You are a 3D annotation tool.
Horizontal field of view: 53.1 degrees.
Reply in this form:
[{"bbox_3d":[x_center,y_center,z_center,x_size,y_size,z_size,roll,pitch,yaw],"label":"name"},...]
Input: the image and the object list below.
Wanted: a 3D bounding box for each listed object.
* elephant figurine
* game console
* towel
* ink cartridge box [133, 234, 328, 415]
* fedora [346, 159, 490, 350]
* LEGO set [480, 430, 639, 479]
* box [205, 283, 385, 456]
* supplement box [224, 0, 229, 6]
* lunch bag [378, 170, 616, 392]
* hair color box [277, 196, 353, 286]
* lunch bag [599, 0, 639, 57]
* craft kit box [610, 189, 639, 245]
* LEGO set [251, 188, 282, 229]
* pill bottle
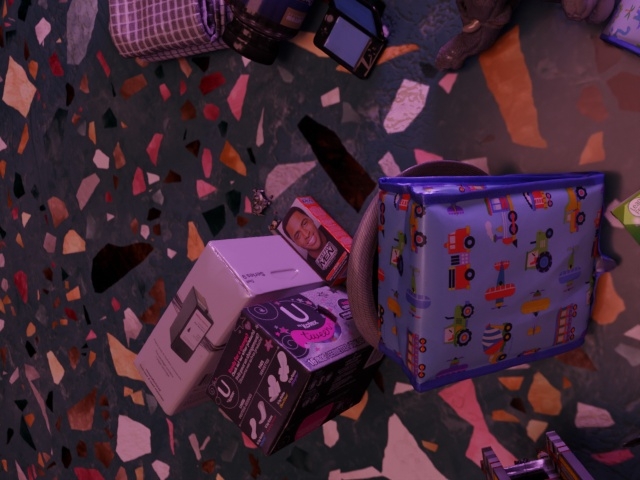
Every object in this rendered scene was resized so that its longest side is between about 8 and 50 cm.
[{"bbox_3d":[0.229,-0.333,0.790,0.239,0.169,0.186,13,75,49],"label":"elephant figurine"},{"bbox_3d":[0.035,-0.320,0.968,0.122,0.071,0.107,43,118,24],"label":"game console"},{"bbox_3d":[-0.270,-0.474,1.136,0.235,0.121,0.284,1,96,35],"label":"towel"},{"bbox_3d":[-0.144,0.133,1.067,0.121,0.211,0.289,48,119,23],"label":"ink cartridge box"},{"bbox_3d":[0.126,0.020,0.885,0.124,0.243,0.276,-153,62,-62],"label":"fedora"},{"bbox_3d":[0.337,0.337,0.755,0.331,0.192,0.255,-20,106,0],"label":"LEGO set"},{"bbox_3d":[-0.022,0.177,0.960,0.142,0.247,0.163,36,115,25],"label":"box"},{"bbox_3d":[-0.132,-0.433,1.066,0.043,0.055,0.083,31,89,29],"label":"supplement box"},{"bbox_3d":[0.226,0.034,0.765,0.138,0.293,0.221,-138,46,-70],"label":"lunch bag"},{"bbox_3d":[0.000,0.000,1.049,0.141,0.043,0.072,46,120,23],"label":"hair color box"},{"bbox_3d":[0.395,-0.259,0.709,0.129,0.096,0.151,-63,33,23],"label":"lunch bag"},{"bbox_3d":[0.499,-0.010,0.689,0.250,0.061,0.247,-42,75,31],"label":"craft kit box"},{"bbox_3d":[-0.101,-0.057,1.126,0.083,0.023,0.054,43,118,24],"label":"LEGO set"},{"bbox_3d":[-0.068,-0.394,1.001,0.123,0.122,0.219,43,118,24],"label":"pill bottle"}]
